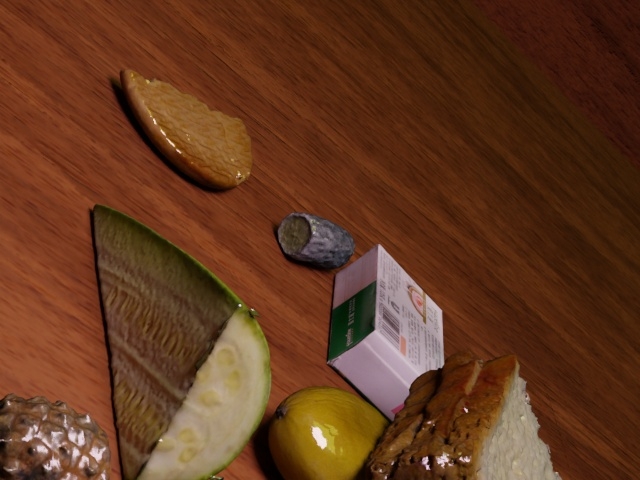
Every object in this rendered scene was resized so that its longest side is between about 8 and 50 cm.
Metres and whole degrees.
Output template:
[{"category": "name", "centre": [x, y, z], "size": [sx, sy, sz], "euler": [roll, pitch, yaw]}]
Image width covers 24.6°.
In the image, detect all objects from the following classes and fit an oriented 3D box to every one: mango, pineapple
[{"category": "mango", "centre": [0.026, 0.219, 1.534], "size": [0.237, 0.091, 0.137], "euler": [19, 46, -64]}, {"category": "pineapple", "centre": [-0.264, 0.151, 1.049], "size": [0.237, 0.111, 0.119], "euler": [22, 5, -38]}]

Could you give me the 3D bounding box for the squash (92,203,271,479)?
[{"category": "squash", "centre": [-0.161, 0.106, 1.402], "size": [0.111, 0.203, 0.288], "euler": [33, -4, -40]}]

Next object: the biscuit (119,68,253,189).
[{"category": "biscuit", "centre": [-0.149, -0.121, 1.742], "size": [0.224, 0.033, 0.144], "euler": [17, 45, -56]}]

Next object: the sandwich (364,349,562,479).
[{"category": "sandwich", "centre": [0.172, 0.308, 1.534], "size": [0.325, 0.131, 0.262], "euler": [69, 22, -14]}]

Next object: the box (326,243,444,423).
[{"category": "box", "centre": [0.083, 0.116, 1.802], "size": [0.135, 0.081, 0.199], "euler": [46, 26, -21]}]

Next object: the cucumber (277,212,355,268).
[{"category": "cucumber", "centre": [-0.001, 0.000, 1.822], "size": [0.112, 0.064, 0.064], "euler": [17, 43, -56]}]
